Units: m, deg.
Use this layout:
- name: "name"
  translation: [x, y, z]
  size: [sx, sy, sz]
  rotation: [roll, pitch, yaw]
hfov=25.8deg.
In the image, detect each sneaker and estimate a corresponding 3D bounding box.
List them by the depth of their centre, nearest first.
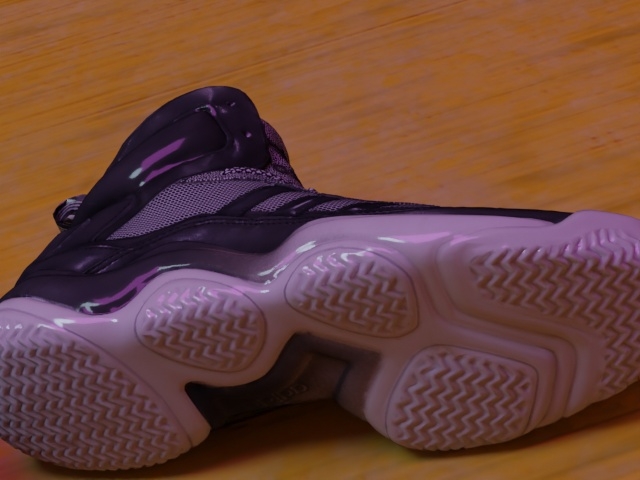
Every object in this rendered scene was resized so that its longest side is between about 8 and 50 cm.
- name: "sneaker"
  translation: [0.000, 0.000, 0.548]
  size: [0.269, 0.101, 0.153]
  rotation: [-8, 39, 12]
